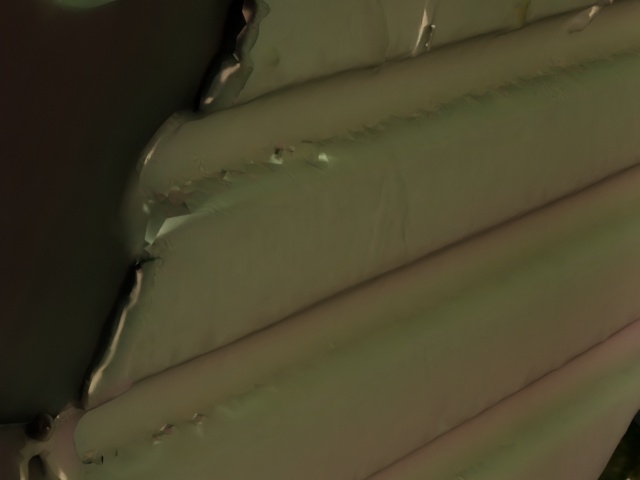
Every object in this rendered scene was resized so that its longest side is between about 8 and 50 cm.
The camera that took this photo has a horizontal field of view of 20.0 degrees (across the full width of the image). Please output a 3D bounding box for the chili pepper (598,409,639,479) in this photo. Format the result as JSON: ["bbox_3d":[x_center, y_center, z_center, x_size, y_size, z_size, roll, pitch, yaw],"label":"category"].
[{"bbox_3d":[0.107,0.082,0.977,0.264,0.116,0.148,29,90,-45],"label":"chili pepper"}]

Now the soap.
[{"bbox_3d":[0.000,0.000,0.674,0.446,0.156,0.261,-24,120,-53],"label":"soap"}]
